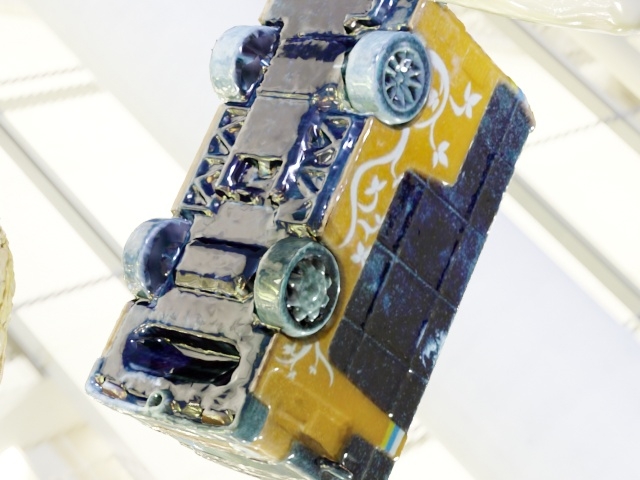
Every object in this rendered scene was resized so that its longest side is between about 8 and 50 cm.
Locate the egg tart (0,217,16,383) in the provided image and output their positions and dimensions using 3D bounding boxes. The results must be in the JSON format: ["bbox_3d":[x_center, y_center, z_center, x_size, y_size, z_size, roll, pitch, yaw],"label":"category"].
[{"bbox_3d":[-0.164,0.047,0.691,0.049,0.129,0.129,14,-52,-20],"label":"egg tart"}]

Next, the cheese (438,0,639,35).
[{"bbox_3d":[0.030,-0.153,0.552,0.242,0.265,0.124,-12,-63,-61],"label":"cheese"}]

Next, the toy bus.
[{"bbox_3d":[0.000,0.000,1.093,0.194,0.161,0.323,39,-112,-45],"label":"toy bus"}]
